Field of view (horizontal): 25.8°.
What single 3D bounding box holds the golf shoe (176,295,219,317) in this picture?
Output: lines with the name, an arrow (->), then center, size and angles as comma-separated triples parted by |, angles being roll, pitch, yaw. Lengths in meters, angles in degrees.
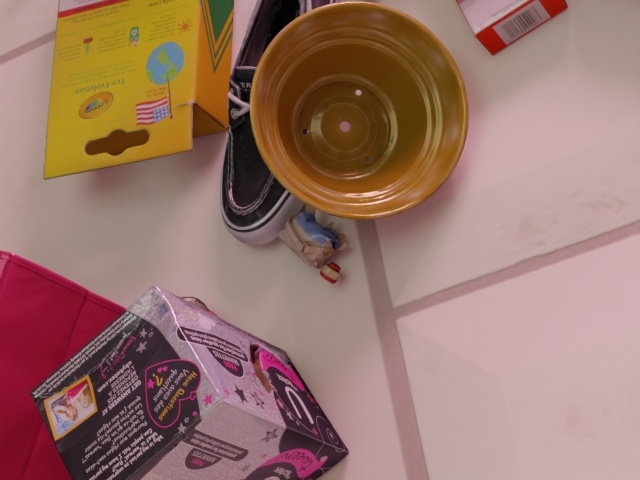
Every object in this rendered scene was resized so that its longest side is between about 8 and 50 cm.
golf shoe -> -0.172, 0.142, 1.451 | 0.186, 0.067, 0.086 | -54, 33, -2

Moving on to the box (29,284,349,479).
box -> -0.112, 0.170, 1.290 | 0.163, 0.247, 0.142 | -40, 59, 10

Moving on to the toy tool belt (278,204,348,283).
toy tool belt -> 0.000, 0.000, 1.414 | 0.083, 0.052, 0.051 | 42, 102, 33

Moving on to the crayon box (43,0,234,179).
crayon box -> -0.204, -0.217, 1.588 | 0.202, 0.081, 0.318 | -8, 67, 26

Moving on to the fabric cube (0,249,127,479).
fabric cube -> -0.373, 0.149, 1.433 | 0.254, 0.259, 0.258 | 11, 77, 30

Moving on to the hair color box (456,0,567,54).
hair color box -> 0.172, -0.284, 1.430 | 0.093, 0.053, 0.167 | -32, 58, 15

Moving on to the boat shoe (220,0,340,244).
boat shoe -> -0.053, -0.148, 1.468 | 0.108, 0.102, 0.301 | 9, 76, 31

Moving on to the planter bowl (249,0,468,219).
planter bowl -> 0.031, -0.122, 1.397 | 0.217, 0.090, 0.217 | 1, 83, -10
